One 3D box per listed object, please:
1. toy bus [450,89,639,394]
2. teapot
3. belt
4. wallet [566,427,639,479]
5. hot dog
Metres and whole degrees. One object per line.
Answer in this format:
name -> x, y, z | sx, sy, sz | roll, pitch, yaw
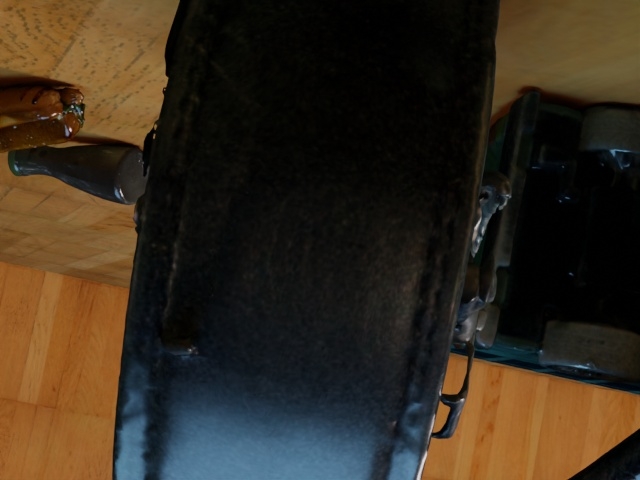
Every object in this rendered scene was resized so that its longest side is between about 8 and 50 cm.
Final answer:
toy bus -> 0.192, 0.022, 0.680 | 0.256, 0.128, 0.147 | 13, 172, -8
teapot -> -0.179, -0.053, 1.006 | 0.111, 0.042, 0.043 | 10, 173, 28
belt -> 0.000, 0.000, 0.473 | 0.116, 0.206, 0.267 | 10, -175, 0
wallet -> 0.246, 0.057, 0.531 | 0.191, 0.046, 0.379 | 15, 144, -20
hot dog -> -0.184, -0.078, 0.849 | 0.122, 0.037, 0.049 | -3, 154, 44
